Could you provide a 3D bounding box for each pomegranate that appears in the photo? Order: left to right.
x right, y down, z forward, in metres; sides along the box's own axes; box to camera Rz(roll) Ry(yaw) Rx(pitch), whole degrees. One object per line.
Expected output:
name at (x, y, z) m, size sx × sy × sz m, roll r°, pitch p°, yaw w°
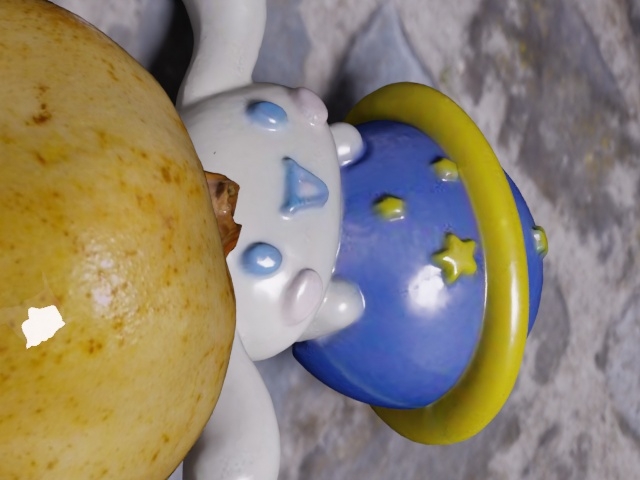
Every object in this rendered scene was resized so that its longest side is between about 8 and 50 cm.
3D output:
pomegranate at (-0.154, 0.015, 0.807) m, size 0.264 × 0.264 × 0.264 m, roll -9°, pitch 105°, yaw -38°

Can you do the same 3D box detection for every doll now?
doll at (-0.009, -0.023, 1.018) m, size 0.243 × 0.159 × 0.311 m, roll -10°, pitch 82°, yaw -25°
